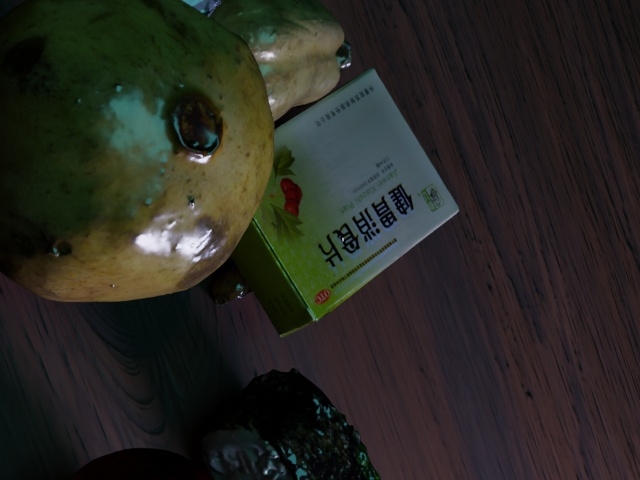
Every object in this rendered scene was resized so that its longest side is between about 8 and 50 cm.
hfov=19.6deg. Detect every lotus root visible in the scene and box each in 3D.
[{"bbox_3d":[-0.068,-0.175,1.786,0.257,0.140,0.154,-11,119,-56],"label":"lotus root"},{"bbox_3d":[-0.075,0.033,1.803,0.083,0.037,0.030,-42,109,-46],"label":"lotus root"}]

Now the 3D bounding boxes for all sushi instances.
[{"bbox_3d":[-0.016,0.235,1.755,0.127,0.124,0.225,-42,113,-46],"label":"sushi"}]

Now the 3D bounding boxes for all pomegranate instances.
[{"bbox_3d":[-0.175,-0.081,1.546,0.281,0.281,0.281,15,70,-47],"label":"pomegranate"}]

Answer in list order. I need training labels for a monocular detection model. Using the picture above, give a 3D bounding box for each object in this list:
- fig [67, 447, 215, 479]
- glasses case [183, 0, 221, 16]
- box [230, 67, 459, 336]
[{"bbox_3d":[-0.142,0.292,1.548,0.235,0.214,0.235,34,32,-25],"label":"fig"},{"bbox_3d":[-0.193,-0.306,1.665,0.109,0.067,0.282,-33,88,-12],"label":"glasses case"},{"bbox_3d":[0.008,-0.042,1.838,0.260,0.062,0.175,-36,96,-44],"label":"box"}]
